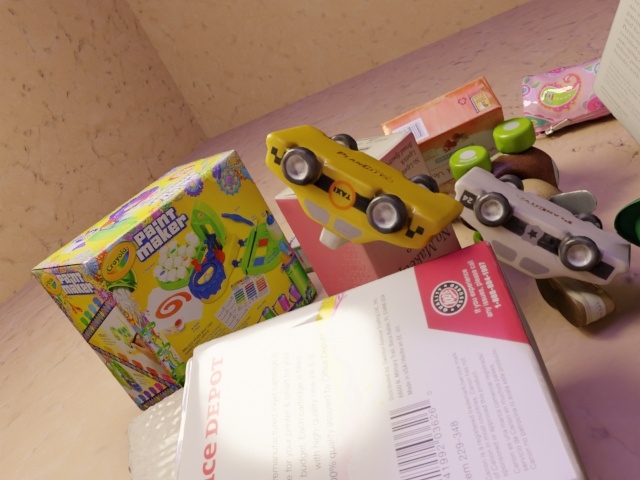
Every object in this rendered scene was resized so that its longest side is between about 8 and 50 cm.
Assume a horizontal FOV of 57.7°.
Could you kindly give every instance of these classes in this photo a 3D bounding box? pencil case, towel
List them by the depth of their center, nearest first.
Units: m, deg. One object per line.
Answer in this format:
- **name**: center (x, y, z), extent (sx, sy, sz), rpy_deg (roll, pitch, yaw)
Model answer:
- **towel**: center (-0.099, 0.215, 0.683), extent (0.282, 0.049, 0.187), rpy_deg (-30, 32, -2)
- **pencil case**: center (0.487, -0.261, 0.993), extent (0.284, 0.124, 0.124), rpy_deg (-10, 28, 41)

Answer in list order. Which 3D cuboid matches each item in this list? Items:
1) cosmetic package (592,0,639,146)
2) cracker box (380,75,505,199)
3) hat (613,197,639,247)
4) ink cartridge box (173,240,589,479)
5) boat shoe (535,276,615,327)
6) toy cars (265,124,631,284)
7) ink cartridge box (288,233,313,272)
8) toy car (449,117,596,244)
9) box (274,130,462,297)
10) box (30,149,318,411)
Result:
- **cosmetic package**: center (0.483, -0.298, 0.632), extent (0.230, 0.453, 0.161), rpy_deg (-26, 64, 1)
- **cracker box**: center (0.203, -0.122, 0.879), extent (0.156, 0.232, 0.067), rpy_deg (-24, 59, 12)
- **hat**: center (0.337, 0.067, 0.487), extent (0.173, 0.208, 0.183), rpy_deg (13, 75, 9)
- **ink cartridge box**: center (0.041, 0.161, 0.491), extent (0.307, 0.131, 0.226), rpy_deg (-23, 41, 17)
- **boat shoe**: center (0.276, 0.052, 0.642), extent (0.045, 0.050, 0.135), rpy_deg (-14, 24, 2)
- **toy cars**: center (0.129, -0.019, 0.595), extent (0.394, 0.087, 0.176), rpy_deg (11, 30, -18)
- **ink cartridge box**: center (0.000, 0.000, 1.069), extent (0.209, 0.062, 0.109), rpy_deg (-18, 24, 26)
- **toy car**: center (0.277, -0.046, 0.730), extent (0.149, 0.155, 0.188), rpy_deg (-33, 31, -11)
- **box**: center (0.075, 0.001, 0.739), extent (0.149, 0.232, 0.127), rpy_deg (-42, 25, -31)
- **box**: center (-0.200, 0.063, 0.876), extent (0.177, 0.279, 0.290), rpy_deg (-6, 30, 44)
